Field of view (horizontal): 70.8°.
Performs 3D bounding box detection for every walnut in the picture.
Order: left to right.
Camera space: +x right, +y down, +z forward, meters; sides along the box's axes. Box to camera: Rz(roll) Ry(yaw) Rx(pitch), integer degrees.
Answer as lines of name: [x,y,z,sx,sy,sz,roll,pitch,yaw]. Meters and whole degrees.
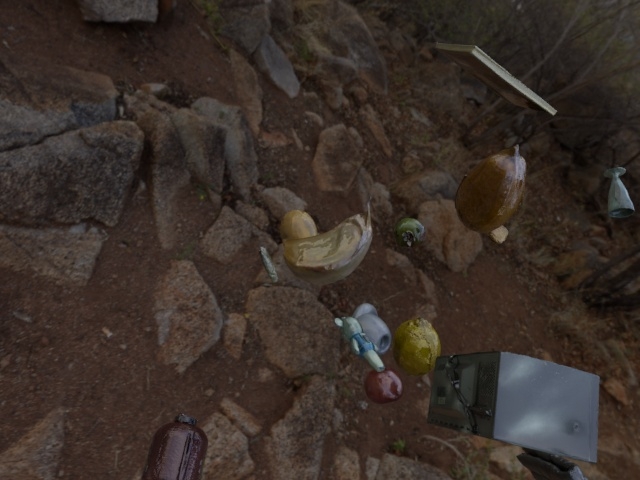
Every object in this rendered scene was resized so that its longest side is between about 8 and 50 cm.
walnut: [0.581,-0.174,1.506,0.208,0.337,0.209,9,43,-8]

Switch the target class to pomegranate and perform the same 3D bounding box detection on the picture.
pomegranate: [0.364,-0.028,1.808,0.130,0.129,0.159,60,-7,-9]

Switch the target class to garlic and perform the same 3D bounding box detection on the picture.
garlic: [0.048,0.021,1.390,0.196,0.338,0.151,64,11,2]

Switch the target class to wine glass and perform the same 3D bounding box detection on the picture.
wine glass: [0.978,-0.159,1.477,0.073,0.073,0.155,26,63,-44]

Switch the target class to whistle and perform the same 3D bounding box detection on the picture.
whistle: [0.134,0.344,1.503,0.113,0.077,0.236,7,34,-43]

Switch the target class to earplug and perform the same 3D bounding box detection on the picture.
earplug: [0.200,0.384,1.883,0.325,0.174,0.215,-49,146,-85]

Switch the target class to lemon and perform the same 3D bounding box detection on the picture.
lemon: [0.396,0.441,1.865,0.204,0.204,0.261,-14,115,-55]

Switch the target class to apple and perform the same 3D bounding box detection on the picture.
apple: [0.236,0.543,1.695,0.153,0.153,0.120,-7,89,-55]

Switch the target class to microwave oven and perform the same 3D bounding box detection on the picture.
microwave oven: [0.561,0.500,1.399,0.373,0.432,0.237,15,71,-7]

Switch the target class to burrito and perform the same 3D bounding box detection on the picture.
burrito: [-0.239,0.106,2.049,0.188,0.044,0.058,68,-8,-27]

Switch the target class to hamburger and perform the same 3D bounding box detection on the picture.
hamburger: [0.726,-0.027,1.846,0.076,0.044,0.083,39,80,4]

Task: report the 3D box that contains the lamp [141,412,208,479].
lamp: [-0.429,0.651,1.344,0.180,0.180,0.258,36,47,-37]

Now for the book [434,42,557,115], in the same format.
book: [0.366,-0.341,0.949,0.241,0.018,0.170,25,18,-22]

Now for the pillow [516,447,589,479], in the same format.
pillow: [0.861,0.859,1.586,0.101,0.326,0.228,-38,84,-15]

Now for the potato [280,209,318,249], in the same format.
potato: [-0.095,-0.023,1.941,0.146,0.150,0.234,14,51,-44]

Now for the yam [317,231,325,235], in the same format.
yam: [-0.001,-0.001,2.111,0.141,0.079,0.079,7,65,-62]
